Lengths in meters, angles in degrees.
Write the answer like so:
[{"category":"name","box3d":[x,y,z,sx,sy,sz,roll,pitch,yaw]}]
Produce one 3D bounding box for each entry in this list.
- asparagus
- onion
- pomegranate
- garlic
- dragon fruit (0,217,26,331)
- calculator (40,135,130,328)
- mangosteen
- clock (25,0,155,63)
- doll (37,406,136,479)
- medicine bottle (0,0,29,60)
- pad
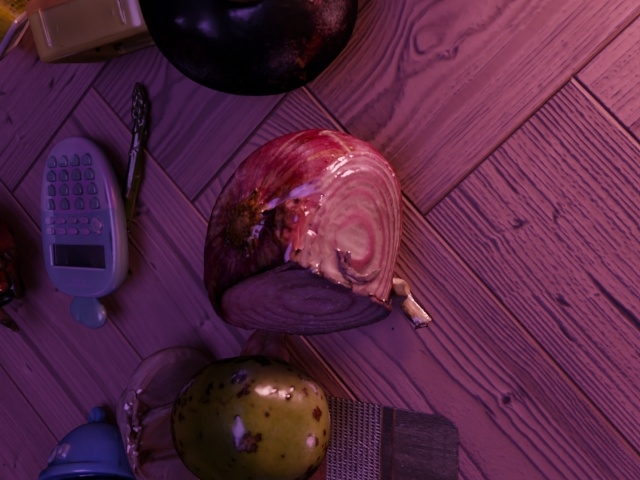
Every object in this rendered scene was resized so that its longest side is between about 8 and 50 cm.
[{"category":"asparagus","box3d":[-0.283,-0.120,1.121,0.034,0.027,0.235,20,106,32]},{"category":"onion","box3d":[-0.022,-0.015,0.930,0.257,0.272,0.230,-9,69,18]},{"category":"pomegranate","box3d":[-0.088,0.215,1.000,0.214,0.214,0.247,-13,49,24]},{"category":"garlic","box3d":[-0.226,0.271,1.087,0.143,0.178,0.229,-9,83,47]},{"category":"dragon fruit","box3d":[-0.573,0.036,1.186,0.274,0.193,0.192,43,118,-14]},{"category":"calculator","box3d":[-0.368,-0.012,1.151,0.186,0.041,0.298,-1,97,36]},{"category":"mangosteen","box3d":[-0.095,-0.312,0.862,0.275,0.302,0.274,-3,73,11]},{"category":"clock","box3d":[-0.289,-0.312,1.031,0.202,0.143,0.096,-10,101,24]},{"category":"doll","box3d":[-0.365,0.409,1.137,0.177,0.141,0.313,-28,49,38]},{"category":"medicine bottle","box3d":[-0.533,-0.356,1.092,0.189,0.132,0.088,32,110,-22]},{"category":"pad","box3d":[0.061,0.236,1.013,0.250,0.055,0.323,4,117,23]}]
